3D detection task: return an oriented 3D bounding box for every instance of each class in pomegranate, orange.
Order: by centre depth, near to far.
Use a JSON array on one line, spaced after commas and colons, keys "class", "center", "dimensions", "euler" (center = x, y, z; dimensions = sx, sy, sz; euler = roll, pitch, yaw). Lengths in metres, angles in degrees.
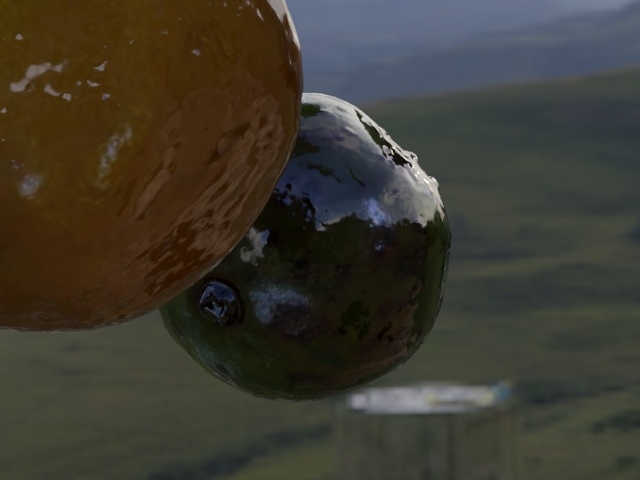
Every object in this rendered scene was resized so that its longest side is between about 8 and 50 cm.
[{"class": "orange", "center": [-0.128, -0.071, 0.699], "dimensions": [0.183, 0.249, 0.249], "euler": [-33, 12, -16]}, {"class": "pomegranate", "center": [0.000, 0.000, 1.198], "dimensions": [0.202, 0.202, 0.248], "euler": [0, 21, 30]}]
